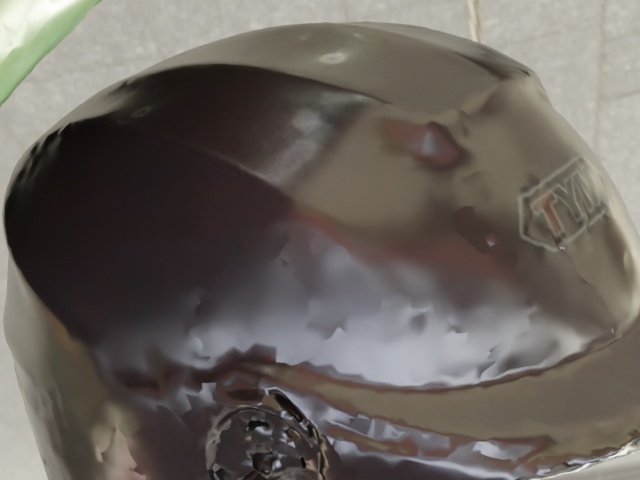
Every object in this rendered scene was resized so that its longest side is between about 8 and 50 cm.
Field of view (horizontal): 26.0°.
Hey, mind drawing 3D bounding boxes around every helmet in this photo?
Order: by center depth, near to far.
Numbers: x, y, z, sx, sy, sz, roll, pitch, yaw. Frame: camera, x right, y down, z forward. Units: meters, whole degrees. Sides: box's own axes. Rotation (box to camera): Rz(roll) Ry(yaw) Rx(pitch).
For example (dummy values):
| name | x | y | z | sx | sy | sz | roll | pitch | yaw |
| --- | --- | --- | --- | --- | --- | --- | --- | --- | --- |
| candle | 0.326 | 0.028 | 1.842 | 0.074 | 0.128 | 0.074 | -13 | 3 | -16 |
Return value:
| name | x | y | z | sx | sy | sz | roll | pitch | yaw |
| --- | --- | --- | --- | --- | --- | --- | --- | --- | --- |
| helmet | 0.000 | 0.000 | 0.549 | 0.305 | 0.177 | 0.225 | -15 | -173 | 34 |

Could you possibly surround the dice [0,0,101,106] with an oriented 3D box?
| name | x | y | z | sx | sy | sz | roll | pitch | yaw |
| --- | --- | --- | --- | --- | --- | --- | --- | --- | --- |
| dice | -0.221 | -0.162 | 0.436 | 0.322 | 0.318 | 0.330 | 43 | 149 | -16 |
